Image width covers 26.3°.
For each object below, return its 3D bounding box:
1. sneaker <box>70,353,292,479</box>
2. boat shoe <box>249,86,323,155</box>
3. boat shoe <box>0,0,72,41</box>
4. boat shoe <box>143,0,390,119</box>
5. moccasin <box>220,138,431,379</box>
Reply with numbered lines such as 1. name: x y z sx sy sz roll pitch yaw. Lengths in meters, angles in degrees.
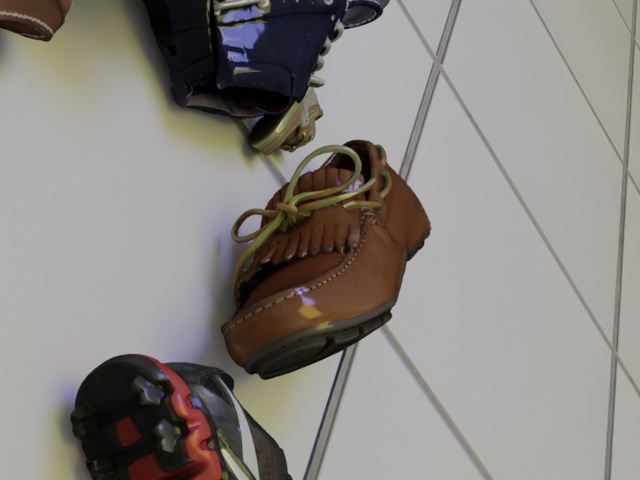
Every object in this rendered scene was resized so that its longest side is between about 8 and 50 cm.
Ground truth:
1. sneaker: -0.064 0.201 0.902 0.135 0.097 0.276 -7 75 -60
2. boat shoe: -0.025 -0.107 1.257 0.045 0.050 0.135 54 29 -13
3. boat shoe: -0.264 -0.164 0.822 0.324 0.123 0.116 18 88 -67
4. boat shoe: -0.034 -0.186 1.241 0.340 0.127 0.158 -4 78 -53
5. moccasin: 0.003 -0.001 1.131 0.147 0.139 0.380 61 27 -10
